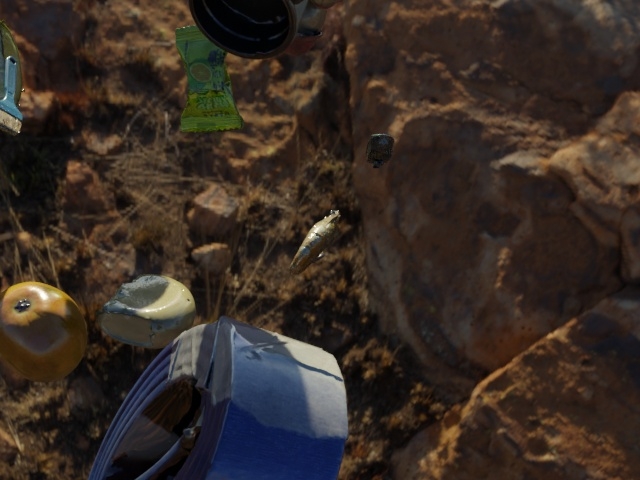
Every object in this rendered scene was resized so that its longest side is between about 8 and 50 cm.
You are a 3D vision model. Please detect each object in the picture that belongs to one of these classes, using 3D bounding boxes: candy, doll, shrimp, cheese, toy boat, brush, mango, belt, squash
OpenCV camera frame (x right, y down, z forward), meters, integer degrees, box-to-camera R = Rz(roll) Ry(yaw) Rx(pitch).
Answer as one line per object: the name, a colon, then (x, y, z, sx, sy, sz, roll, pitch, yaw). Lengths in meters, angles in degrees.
candy: (-0.258, -0.366, 1.853, 0.148, 0.247, 0.069, -2, 12, 7)
doll: (-0.034, -0.541, 1.862, 0.152, 0.256, 0.196, 34, 29, 0)
shrimp: (-0.008, 0.014, 2.012, 0.059, 0.145, 0.254, 30, 27, 6)
cheese: (-0.332, 0.136, 1.621, 0.175, 0.091, 0.202, 11, 22, 3)
toy boat: (0.124, -0.195, 1.698, 0.055, 0.141, 0.060, 0, 80, -1)
brush: (-0.523, -0.247, 1.377, 0.014, 0.051, 0.164, -25, 55, 24)
mango: (-0.581, 0.199, 1.680, 0.211, 0.317, 0.173, 37, 60, 0)
belt: (-0.111, 0.207, 0.747, 0.117, 0.347, 0.213, 23, 47, -23)
squash: (-0.788, -0.373, 1.732, 0.288, 0.203, 0.111, -3, 15, -1)

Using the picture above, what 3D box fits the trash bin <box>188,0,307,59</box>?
trash bin: (-0.117, -0.522, 1.607, 0.277, 0.217, 0.263, -11, 46, 34)
